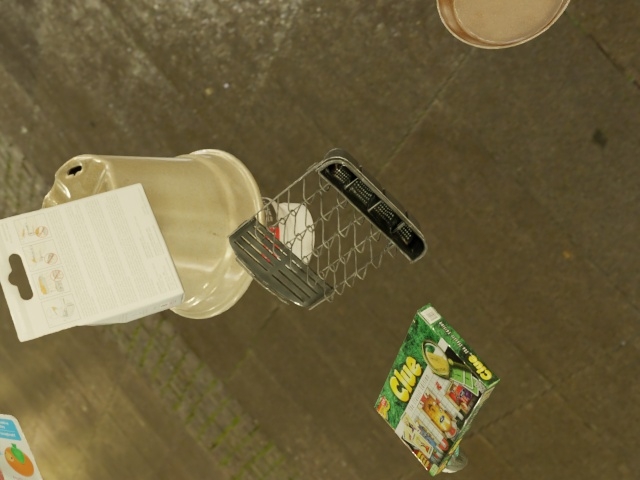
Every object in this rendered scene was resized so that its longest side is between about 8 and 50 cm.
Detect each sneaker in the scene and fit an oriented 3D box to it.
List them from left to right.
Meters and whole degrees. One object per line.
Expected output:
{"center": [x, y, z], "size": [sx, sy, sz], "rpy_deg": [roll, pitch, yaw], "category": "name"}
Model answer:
{"center": [0.238, 0.385, 1.868], "size": [0.076, 0.065, 0.166], "rpy_deg": [-23, 133, 33], "category": "sneaker"}

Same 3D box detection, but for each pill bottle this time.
{"center": [-0.165, -0.008, 1.976], "size": [0.161, 0.283, 0.161], "rpy_deg": [3, 93, 61], "category": "pill bottle"}

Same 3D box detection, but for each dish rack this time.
{"center": [0.000, 0.000, 1.482], "size": [0.271, 0.074, 0.208], "rpy_deg": [-36, 113, 26], "category": "dish rack"}

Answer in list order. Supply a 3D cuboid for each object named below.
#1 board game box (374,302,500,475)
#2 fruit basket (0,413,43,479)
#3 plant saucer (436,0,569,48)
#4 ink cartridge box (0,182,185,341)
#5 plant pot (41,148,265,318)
{"center": [0.150, 0.208, 1.342], "size": [0.136, 0.030, 0.259], "rpy_deg": [50, 149, 25], "category": "board game box"}
{"center": [-0.541, 0.411, 1.575], "size": [0.327, 0.165, 0.353], "rpy_deg": [2, 124, 32], "category": "fruit basket"}
{"center": [0.223, -0.300, 1.185], "size": [0.168, 0.168, 0.029], "rpy_deg": [31, 177, 29], "category": "plant saucer"}
{"center": [-0.331, 0.034, 1.398], "size": [0.066, 0.232, 0.189], "rpy_deg": [111, 138, -64], "category": "ink cartridge box"}
{"center": [-0.325, -0.029, 1.821], "size": [0.334, 0.305, 0.333], "rpy_deg": [-6, 80, 39], "category": "plant pot"}
